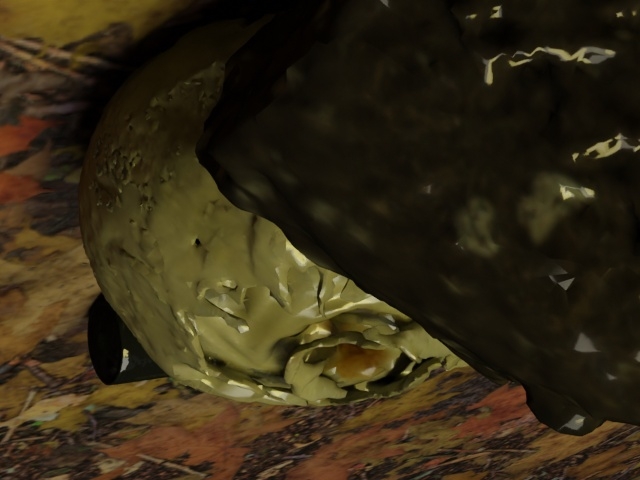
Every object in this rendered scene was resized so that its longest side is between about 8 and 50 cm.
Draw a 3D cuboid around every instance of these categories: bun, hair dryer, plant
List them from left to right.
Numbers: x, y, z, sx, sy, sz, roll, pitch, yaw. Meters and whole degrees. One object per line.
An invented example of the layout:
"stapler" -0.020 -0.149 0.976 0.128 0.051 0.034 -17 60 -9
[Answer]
"hair dryer" -0.074 0.023 0.977 0.100 0.057 0.197 -7 149 -30
"bun" 0.000 0.000 0.794 0.259 0.152 0.259 -2 154 -1
"plant" 0.126 -0.027 0.604 0.213 0.312 0.215 -54 -165 -4
